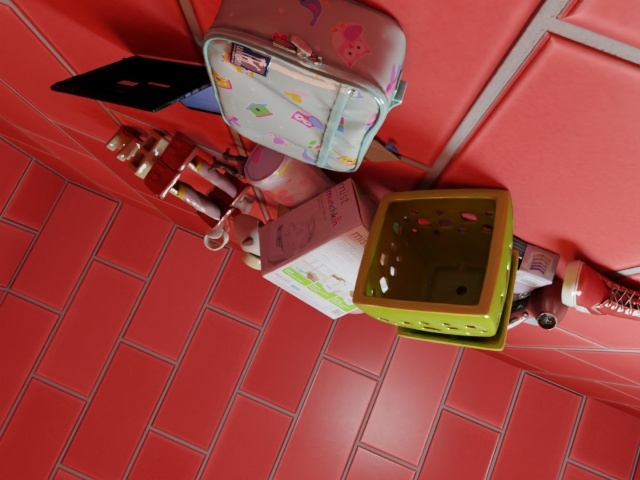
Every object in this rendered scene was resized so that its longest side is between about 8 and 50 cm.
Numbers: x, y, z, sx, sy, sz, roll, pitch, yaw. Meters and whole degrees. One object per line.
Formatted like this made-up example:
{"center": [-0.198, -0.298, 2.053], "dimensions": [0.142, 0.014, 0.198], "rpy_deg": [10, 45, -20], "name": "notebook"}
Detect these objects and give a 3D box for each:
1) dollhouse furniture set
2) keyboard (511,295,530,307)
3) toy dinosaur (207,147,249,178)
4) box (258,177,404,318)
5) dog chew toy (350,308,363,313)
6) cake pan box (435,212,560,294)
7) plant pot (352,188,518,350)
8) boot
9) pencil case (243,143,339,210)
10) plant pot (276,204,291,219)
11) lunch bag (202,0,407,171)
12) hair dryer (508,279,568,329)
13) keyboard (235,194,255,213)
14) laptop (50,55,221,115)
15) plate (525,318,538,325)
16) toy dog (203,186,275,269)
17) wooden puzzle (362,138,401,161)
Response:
{"center": [-0.385, -0.201, 1.324], "dimensions": [0.374, 0.152, 0.201], "rpy_deg": [37, -179, 40], "name": "dollhouse furniture set"}
{"center": [0.542, 0.156, 1.256], "dimensions": [0.108, 0.023, 0.180], "rpy_deg": [-13, 177, -14], "name": "keyboard"}
{"center": [-0.175, -0.163, 1.100], "dimensions": [0.118, 0.063, 0.268], "rpy_deg": [17, -171, 8], "name": "toy dinosaur"}
{"center": [0.044, 0.031, 1.021], "dimensions": [0.231, 0.126, 0.262], "rpy_deg": [-29, 139, 22], "name": "box"}
{"center": [0.096, 0.131, 1.518], "dimensions": [0.332, 0.206, 0.207], "rpy_deg": [28, 168, -40], "name": "dog chew toy"}
{"center": [0.344, 0.038, 1.079], "dimensions": [0.246, 0.070, 0.267], "rpy_deg": [20, 169, 7], "name": "cake pan box"}
{"center": [0.218, 0.061, 0.862], "dimensions": [0.228, 0.227, 0.207], "rpy_deg": [1, 149, 34], "name": "plant pot"}
{"center": [0.555, 0.103, 0.916], "dimensions": [0.176, 0.088, 0.244], "rpy_deg": [13, 173, 41], "name": "boot"}
{"center": [-0.026, -0.106, 1.021], "dimensions": [0.124, 0.113, 0.273], "rpy_deg": [-9, 151, 40], "name": "pencil case"}
{"center": [0.000, 0.000, 1.276], "dimensions": [0.284, 0.190, 0.284], "rpy_deg": [23, 170, 4], "name": "plant pot"}
{"center": [-0.018, -0.186, 0.616], "dimensions": [0.224, 0.107, 0.279], "rpy_deg": [23, 169, -1], "name": "lunch bag"}
{"center": [0.459, 0.175, 1.113], "dimensions": [0.080, 0.224, 0.293], "rpy_deg": [46, 169, 7], "name": "hair dryer"}
{"center": [-0.267, -0.130, 1.684], "dimensions": [0.072, 0.014, 0.256], "rpy_deg": [30, 168, -8], "name": "keyboard"}
{"center": [-0.246, -0.223, 0.832], "dimensions": [0.235, 0.264, 0.136], "rpy_deg": [17, 131, 27], "name": "laptop"}
{"center": [0.608, 0.217, 1.515], "dimensions": [0.188, 0.024, 0.188], "rpy_deg": [22, 170, 4], "name": "plate"}
{"center": [-0.260, -0.047, 1.520], "dimensions": [0.334, 0.220, 0.161], "rpy_deg": [18, -176, 25], "name": "toy dog"}
{"center": [0.089, -0.151, 0.829], "dimensions": [0.079, 0.014, 0.116], "rpy_deg": [27, 170, -41], "name": "wooden puzzle"}
